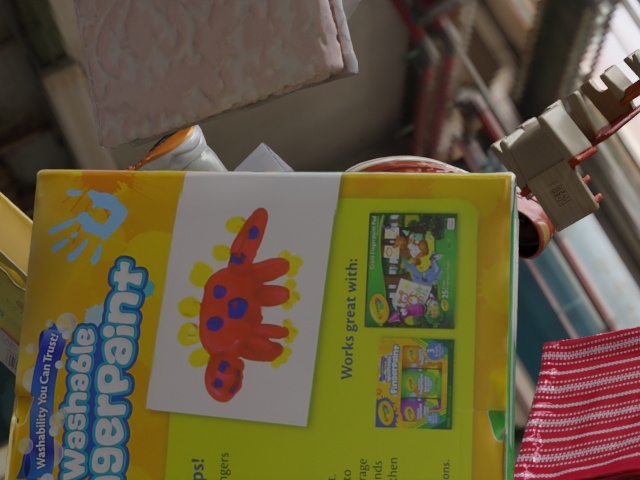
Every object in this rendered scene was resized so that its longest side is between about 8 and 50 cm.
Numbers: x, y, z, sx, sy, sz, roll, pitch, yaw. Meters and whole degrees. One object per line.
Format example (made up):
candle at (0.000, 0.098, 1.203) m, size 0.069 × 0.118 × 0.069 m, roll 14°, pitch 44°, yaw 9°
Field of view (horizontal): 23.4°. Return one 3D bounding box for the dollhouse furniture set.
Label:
dollhouse furniture set at (0.348, -0.126, 1.999) m, size 0.262 × 0.135 × 0.259 m, roll -33°, pitch 1°, yaw 42°

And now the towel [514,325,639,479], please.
towel at (0.335, 0.203, 1.867) m, size 0.198 × 0.031 × 0.275 m, roll -14°, pitch 33°, yaw 30°

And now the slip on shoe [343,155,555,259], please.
slip on shoe at (0.180, -0.042, 2.240) m, size 0.101 × 0.331 × 0.123 m, roll -73°, pitch -5°, yaw -62°

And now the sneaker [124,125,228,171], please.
sneaker at (-0.182, -0.024, 1.689) m, size 0.262 × 0.121 × 0.099 m, roll -30°, pitch 15°, yaw 50°

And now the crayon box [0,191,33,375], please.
crayon box at (-0.340, 0.071, 1.822) m, size 0.081 × 0.202 × 0.318 m, roll -45°, pitch -6°, yaw -25°

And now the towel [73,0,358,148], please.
towel at (-0.115, -0.267, 1.417) m, size 0.331 × 0.317 × 0.053 m, roll -12°, pitch -2°, yaw 43°

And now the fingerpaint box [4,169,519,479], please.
fingerpaint box at (-0.040, 0.180, 1.163) m, size 0.371 × 0.445 × 0.163 m, roll 0°, pitch -16°, yaw 9°

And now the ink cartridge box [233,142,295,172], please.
ink cartridge box at (0.000, 0.000, 1.750) m, size 0.065 × 0.165 × 0.333 m, roll -44°, pitch 23°, yaw 5°

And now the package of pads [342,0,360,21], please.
package of pads at (0.033, -0.418, 1.784) m, size 0.101 × 0.229 × 0.297 m, roll 18°, pitch -61°, yaw -27°
